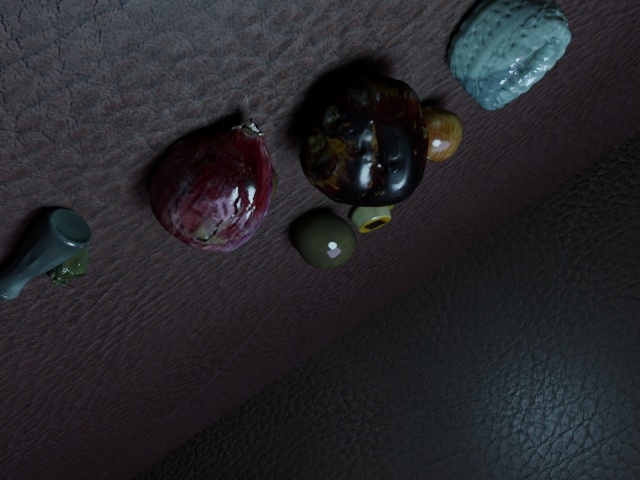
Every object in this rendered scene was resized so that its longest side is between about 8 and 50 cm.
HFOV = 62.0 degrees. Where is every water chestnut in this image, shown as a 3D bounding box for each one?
[{"bbox_3d":[0.098,-0.201,1.115,0.289,0.289,0.244,-40,-170,16],"label":"water chestnut"}]

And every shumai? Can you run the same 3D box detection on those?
[{"bbox_3d":[-0.516,0.046,1.064,0.081,0.083,0.082,-7,132,16],"label":"shumai"}]

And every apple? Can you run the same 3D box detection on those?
[{"bbox_3d":[0.284,-0.270,1.339,0.146,0.146,0.130,-6,126,-47],"label":"apple"}]

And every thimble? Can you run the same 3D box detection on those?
[{"bbox_3d":[0.405,-0.422,1.157,0.205,0.171,0.250,-17,156,-42],"label":"thimble"}]

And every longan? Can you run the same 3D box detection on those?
[{"bbox_3d":[0.000,0.000,1.515,0.205,0.159,0.185,-2,161,38],"label":"longan"}]

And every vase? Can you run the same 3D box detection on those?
[{"bbox_3d":[-0.526,0.033,0.986,0.214,0.086,0.086,-36,158,19],"label":"vase"}]

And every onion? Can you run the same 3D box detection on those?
[{"bbox_3d":[-0.192,-0.099,1.002,0.227,0.120,0.283,23,113,-24],"label":"onion"}]

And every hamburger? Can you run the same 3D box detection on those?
[{"bbox_3d":[0.159,-0.085,1.633,0.127,0.081,0.141,-2,155,-47],"label":"hamburger"}]

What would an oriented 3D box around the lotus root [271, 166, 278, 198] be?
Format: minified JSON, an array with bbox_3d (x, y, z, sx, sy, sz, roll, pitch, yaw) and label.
[{"bbox_3d":[-0.149,-0.115,1.125,0.122,0.112,0.081,-40,167,14],"label":"lotus root"}]
